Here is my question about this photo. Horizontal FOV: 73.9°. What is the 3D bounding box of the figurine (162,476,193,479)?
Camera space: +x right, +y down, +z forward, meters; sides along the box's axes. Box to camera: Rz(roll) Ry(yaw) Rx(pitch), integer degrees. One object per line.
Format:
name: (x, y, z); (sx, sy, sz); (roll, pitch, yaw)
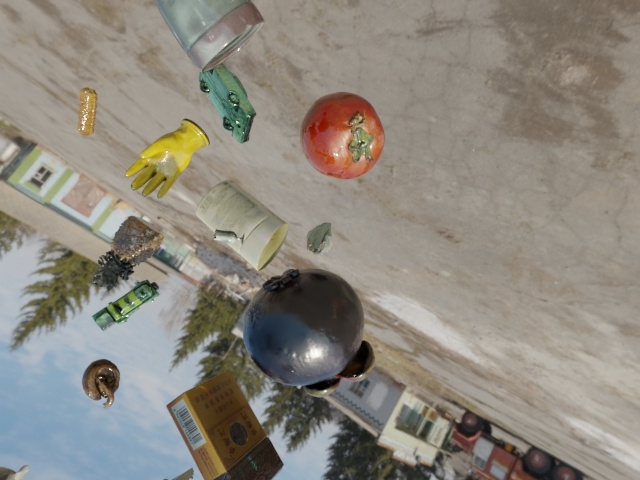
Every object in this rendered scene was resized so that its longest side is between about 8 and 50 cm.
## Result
figurine: (-0.480, 0.821, 1.425); (0.054, 0.072, 0.129); (10, 177, 31)

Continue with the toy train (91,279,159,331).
toy train: (-0.614, 0.203, 1.362); (0.083, 0.200, 0.132); (53, 170, -8)

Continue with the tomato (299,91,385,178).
tomato: (0.069, -0.391, 1.592); (0.321, 0.322, 0.321); (30, 167, 8)

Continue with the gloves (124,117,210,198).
gloves: (-0.505, -0.260, 1.401); (0.133, 0.294, 0.116); (42, 157, -13)

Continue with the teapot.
teapot: (-0.314, -0.683, 1.175); (0.233, 0.315, 0.312); (-18, 117, 42)

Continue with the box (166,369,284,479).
box: (-0.328, 0.697, 1.502); (0.416, 0.115, 0.264); (56, -160, 13)

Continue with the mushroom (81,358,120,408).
mushroom: (-0.768, 0.506, 1.496); (0.135, 0.080, 0.171); (5, -120, -57)

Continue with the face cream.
face cream: (-0.248, -0.060, 1.371); (0.348, 0.173, 0.081); (36, 168, 31)

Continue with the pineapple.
pineapple: (-0.674, 0.056, 1.474); (0.157, 0.279, 0.158); (33, 174, 4)

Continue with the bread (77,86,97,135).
bread: (-0.744, -0.409, 1.356); (0.044, 0.157, 0.052); (33, -151, 22)

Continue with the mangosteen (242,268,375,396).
mangosteen: (-0.031, 0.298, 1.306); (0.436, 0.381, 0.382); (64, 159, -12)

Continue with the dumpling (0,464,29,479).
dumpling: (-0.827, 0.632, 1.070); (0.127, 0.108, 0.188); (-27, 171, 35)

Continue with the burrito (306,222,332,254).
burrito: (0.000, 0.000, 1.978); (0.089, 0.143, 0.229); (53, -167, -19)

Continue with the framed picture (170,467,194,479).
framed picture: (-0.403, 0.540, 0.808); (0.020, 0.289, 0.211); (59, 174, 16)

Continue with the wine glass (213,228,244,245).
wine glass: (-0.252, -0.011, 1.172); (0.083, 0.042, 0.039); (10, 150, -14)

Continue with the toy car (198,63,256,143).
toy car: (-0.315, -0.489, 1.443); (0.321, 0.097, 0.141); (57, 147, 17)
